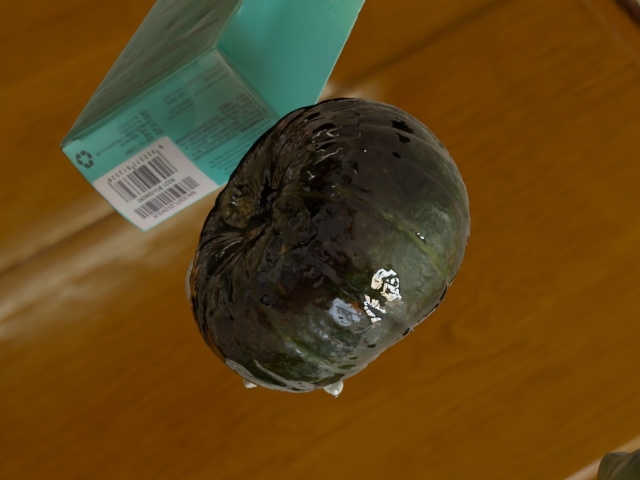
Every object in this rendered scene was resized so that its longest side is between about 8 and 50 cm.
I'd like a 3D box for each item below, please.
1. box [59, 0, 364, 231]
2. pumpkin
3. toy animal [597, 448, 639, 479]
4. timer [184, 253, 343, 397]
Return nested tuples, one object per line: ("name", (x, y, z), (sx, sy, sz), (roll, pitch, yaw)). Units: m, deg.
("box", (-0.084, -0.170, 1.554), (0.118, 0.205, 0.311), (49, 35, -21))
("pumpkin", (-0.001, -0.002, 1.262), (0.159, 0.238, 0.238), (39, 2, -28))
("toy animal", (0.425, 0.291, 1.959), (0.216, 0.338, 0.191), (30, 12, 22))
("timer", (-0.067, 0.121, 2.293), (0.175, 0.175, 0.266), (53, -13, 40))
